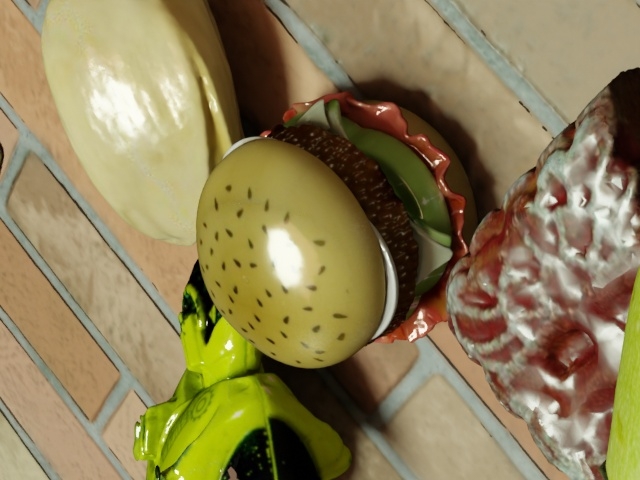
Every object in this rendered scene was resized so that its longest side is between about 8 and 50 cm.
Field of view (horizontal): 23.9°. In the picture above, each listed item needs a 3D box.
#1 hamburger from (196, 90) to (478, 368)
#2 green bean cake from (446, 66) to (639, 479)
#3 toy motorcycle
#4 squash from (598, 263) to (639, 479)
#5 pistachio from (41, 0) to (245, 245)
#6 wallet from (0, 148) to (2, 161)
[{"bbox_3d":[0.002,-0.001,0.916,0.175,0.137,0.175,20,123,34],"label":"hamburger"},{"bbox_3d":[0.181,0.054,0.791,0.232,0.097,0.198,52,138,12],"label":"green bean cake"},{"bbox_3d":[-0.067,0.187,1.090,0.206,0.142,0.342,-105,20,-52],"label":"toy motorcycle"},{"bbox_3d":[0.180,0.037,0.627,0.123,0.123,0.186,22,125,37],"label":"squash"},{"bbox_3d":[-0.112,-0.091,0.992,0.145,0.117,0.200,5,113,67],"label":"pistachio"},{"bbox_3d":[-0.351,-0.099,1.304,0.198,0.031,0.110,43,135,21],"label":"wallet"}]
